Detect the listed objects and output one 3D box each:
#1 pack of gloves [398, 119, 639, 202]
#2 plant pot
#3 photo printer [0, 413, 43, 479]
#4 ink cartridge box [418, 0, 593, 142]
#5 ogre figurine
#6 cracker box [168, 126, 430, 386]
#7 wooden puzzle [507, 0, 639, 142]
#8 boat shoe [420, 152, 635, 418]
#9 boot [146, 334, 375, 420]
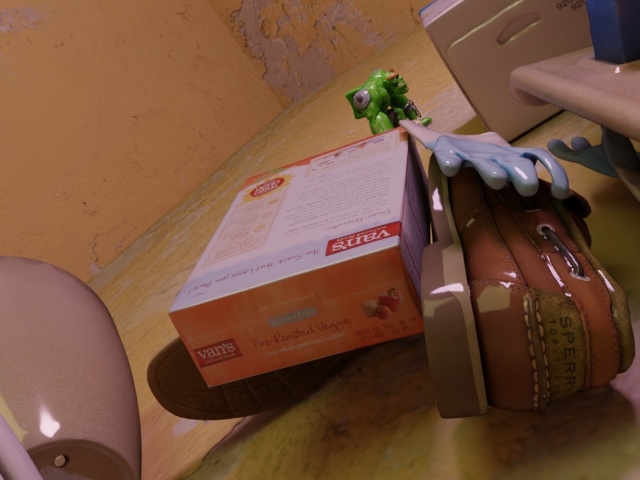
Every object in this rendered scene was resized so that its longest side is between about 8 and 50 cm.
[{"bbox_3d":[0.164,-0.066,0.503,0.195,0.046,0.232,9,16,-3],"label":"pack of gloves"},{"bbox_3d":[-0.262,0.169,0.663,0.256,0.256,0.274,-41,30,-17],"label":"plant pot"},{"bbox_3d":[-0.296,0.226,0.475,0.307,0.256,0.107,-33,-6,15],"label":"photo printer"},{"bbox_3d":[0.235,-0.250,0.916,0.171,0.168,0.233,-32,14,17],"label":"ink cartridge box"},{"bbox_3d":[0.103,-0.199,1.172,0.097,0.118,0.197,-21,21,46],"label":"ogre figurine"},{"bbox_3d":[0.000,0.000,0.560,0.155,0.067,0.232,-17,22,16],"label":"cracker box"},{"bbox_3d":[0.296,-0.139,0.415,0.322,0.081,0.348,-17,14,3],"label":"wooden puzzle"},{"bbox_3d":[0.126,0.013,0.495,0.104,0.111,0.307,-8,24,12],"label":"boat shoe"},{"bbox_3d":[-0.028,0.052,0.699,0.262,0.095,0.203,-29,16,3],"label":"boot"}]
